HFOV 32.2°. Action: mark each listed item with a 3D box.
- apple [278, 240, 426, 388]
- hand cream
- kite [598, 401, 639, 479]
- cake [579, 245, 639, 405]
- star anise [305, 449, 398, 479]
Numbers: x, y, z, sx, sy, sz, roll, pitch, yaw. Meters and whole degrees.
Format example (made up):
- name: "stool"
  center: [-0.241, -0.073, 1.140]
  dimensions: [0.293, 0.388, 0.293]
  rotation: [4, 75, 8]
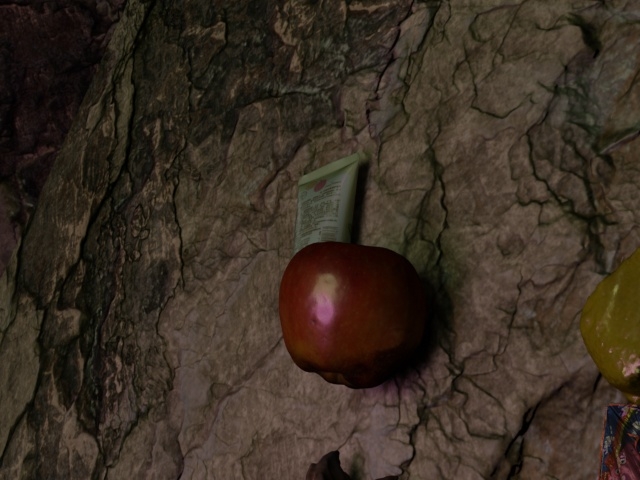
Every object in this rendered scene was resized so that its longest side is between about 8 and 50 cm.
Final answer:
- name: "apple"
  center: [0.045, 0.111, 1.655]
  dimensions: [0.230, 0.230, 0.230]
  rotation: [-27, 51, 39]
- name: "hand cream"
  center: [0.000, 0.000, 1.869]
  dimensions: [0.147, 0.093, 0.306]
  rotation: [-21, 53, 40]
- name: "kite"
  center: [0.392, 0.276, 1.315]
  dimensions: [0.321, 0.016, 0.234]
  rotation: [-50, 40, 18]
- name: "cake"
  center: [0.431, 0.077, 1.250]
  dimensions: [0.260, 0.179, 0.156]
  rotation: [-47, 40, 26]
- name: "star anise"
  center: [0.002, 0.459, 1.590]
  dimensions: [0.331, 0.117, 0.332]
  rotation: [-20, 61, 41]
